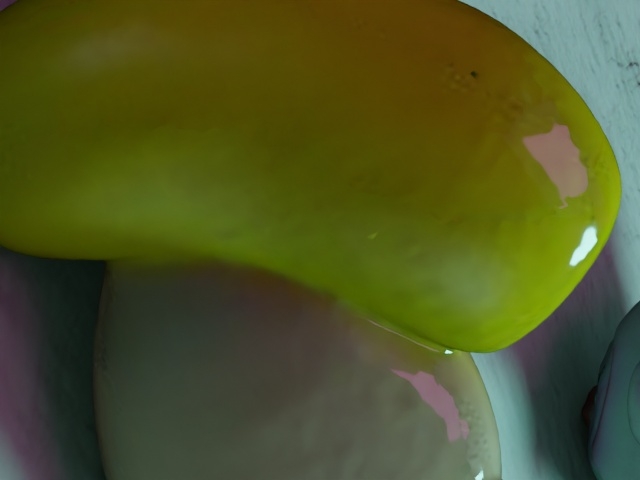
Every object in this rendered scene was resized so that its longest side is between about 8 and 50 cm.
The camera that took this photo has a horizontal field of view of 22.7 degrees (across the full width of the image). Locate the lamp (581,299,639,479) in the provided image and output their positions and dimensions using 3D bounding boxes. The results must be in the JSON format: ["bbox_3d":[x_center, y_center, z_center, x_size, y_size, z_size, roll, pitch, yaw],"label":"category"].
[{"bbox_3d":[0.312,0.172,1.116,0.247,0.247,0.301,-34,115,-50],"label":"lamp"}]

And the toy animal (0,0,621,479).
[{"bbox_3d":[0.021,-0.003,0.751,0.345,0.278,0.247,68,23,-10],"label":"toy animal"}]
